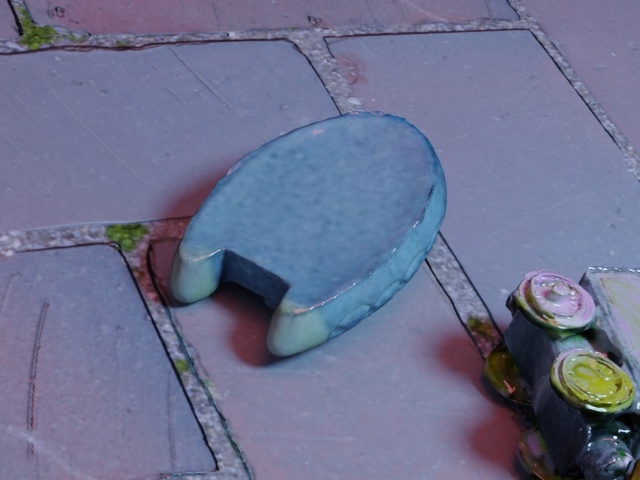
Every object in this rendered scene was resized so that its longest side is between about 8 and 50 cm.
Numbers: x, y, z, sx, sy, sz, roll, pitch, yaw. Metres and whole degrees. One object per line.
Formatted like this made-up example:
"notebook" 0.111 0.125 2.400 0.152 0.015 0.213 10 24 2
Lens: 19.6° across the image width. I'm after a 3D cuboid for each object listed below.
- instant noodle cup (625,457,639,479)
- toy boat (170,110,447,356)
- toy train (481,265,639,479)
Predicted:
"instant noodle cup" 0.326 0.289 1.593 0.172 0.216 0.216 16 38 14
"toy boat" 0.000 0.000 1.906 0.215 0.123 0.330 24 50 22
"toy train" 0.269 0.134 1.799 0.177 0.134 0.261 2 41 -18
